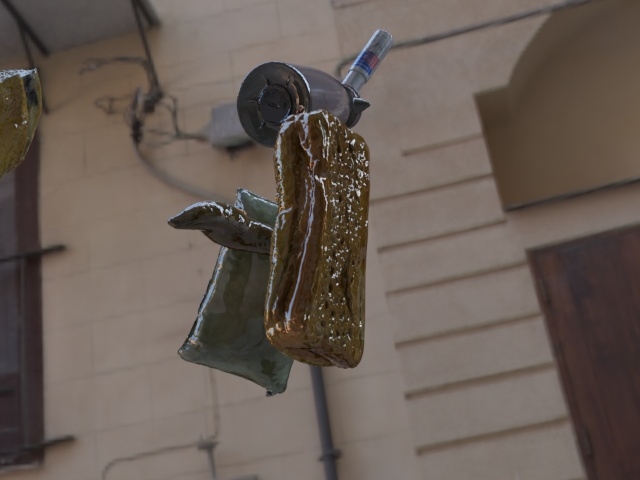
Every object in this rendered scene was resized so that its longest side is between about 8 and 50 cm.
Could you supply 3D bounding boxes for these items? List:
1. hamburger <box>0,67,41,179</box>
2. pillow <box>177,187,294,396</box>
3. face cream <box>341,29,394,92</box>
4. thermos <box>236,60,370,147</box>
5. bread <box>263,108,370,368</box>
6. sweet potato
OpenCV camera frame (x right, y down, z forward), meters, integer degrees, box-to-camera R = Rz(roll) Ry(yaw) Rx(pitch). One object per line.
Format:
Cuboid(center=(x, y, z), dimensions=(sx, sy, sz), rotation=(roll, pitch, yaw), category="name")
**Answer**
Cuboid(center=(-0.477, -0.123, 1.296), dimensions=(0.283, 0.144, 0.156), rotation=(-11, -67, 3), category="hamburger")
Cuboid(center=(-0.098, 0.086, 1.680), dimensions=(0.185, 0.302, 0.075), rotation=(19, -1, 0), category="pillow")
Cuboid(center=(0.064, -0.255, 1.544), dimensions=(0.034, 0.130, 0.034), rotation=(27, -24, 14), category="face cream")
Cuboid(center=(-0.028, -0.174, 1.357), dimensions=(0.137, 0.104, 0.193), rotation=(-4, 4, 28), category="thermos")
Cuboid(center=(0.002, -0.001, 1.115), dimensions=(0.077, 0.270, 0.139), rotation=(-13, -27, 31), category="bread")
Cuboid(center=(-0.105, -0.012, 1.484), dimensions=(0.250, 0.059, 0.069), rotation=(19, -3, -30), category="sweet potato")
